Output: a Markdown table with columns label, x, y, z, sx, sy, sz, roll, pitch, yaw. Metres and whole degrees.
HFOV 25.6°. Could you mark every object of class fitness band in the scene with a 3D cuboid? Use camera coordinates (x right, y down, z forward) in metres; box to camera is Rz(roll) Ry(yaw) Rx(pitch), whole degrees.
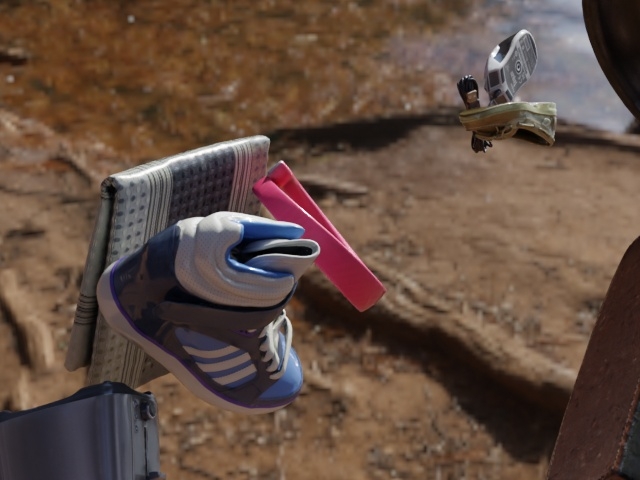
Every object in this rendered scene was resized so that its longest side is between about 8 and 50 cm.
| label | x | y | z | sx | sy | sz | roll | pitch | yaw |
| --- | --- | --- | --- | --- | --- | --- | --- | --- | --- |
| fitness band | 0.000 | 0.000 | 1.762 | 0.054 | 0.209 | 0.291 | -39 | -3 | 1 |

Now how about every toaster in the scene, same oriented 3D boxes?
| label | x | y | z | sx | sy | sz | roll | pitch | yaw |
| --- | --- | --- | --- | --- | --- | --- | --- | --- | --- |
| toaster | -0.279 | 0.253 | 1.558 | 0.227 | 0.129 | 0.146 | -16 | 70 | 16 |

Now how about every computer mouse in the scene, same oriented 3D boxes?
| label | x | y | z | sx | sy | sz | roll | pitch | yaw |
| --- | --- | --- | --- | --- | --- | --- | --- | --- | --- |
| computer mouse | 0.235 | -0.211 | 1.883 | 0.042 | 0.106 | 0.193 | 2 | 39 | 36 |

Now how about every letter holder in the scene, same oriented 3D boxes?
| label | x | y | z | sx | sy | sz | roll | pitch | yaw |
| --- | --- | --- | --- | --- | --- | --- | --- | --- | --- |
| letter holder | 0.279 | 0.143 | 1.153 | 0.152 | 0.214 | 0.302 | 32 | 53 | -6 |

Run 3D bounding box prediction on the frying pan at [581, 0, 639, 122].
| label | x | y | z | sx | sy | sz | roll | pitch | yaw |
| --- | --- | --- | --- | --- | --- | --- | --- | --- | --- |
| frying pan | 0.194 | -0.151 | 0.853 | 0.326 | 0.197 | 0.053 | 41 | 67 | 21 |

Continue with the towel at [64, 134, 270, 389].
| label | x | y | z | sx | sy | sz | roll | pitch | yaw |
| --- | --- | --- | --- | --- | --- | --- | --- | --- | --- |
| towel | -0.193 | 0.033 | 1.801 | 0.056 | 0.324 | 0.312 | 24 | 26 | 27 |

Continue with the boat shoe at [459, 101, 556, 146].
| label | x | y | z | sx | sy | sz | roll | pitch | yaw |
| --- | --- | --- | --- | --- | --- | --- | --- | --- | --- |
| boat shoe | 0.206 | -0.123 | 1.519 | 0.056 | 0.048 | 0.153 | -5 | 1 | 38 |

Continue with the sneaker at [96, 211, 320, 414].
| label | x | y | z | sx | sy | sz | roll | pitch | yaw |
| --- | --- | --- | --- | --- | --- | --- | --- | --- | --- |
| sneaker | -0.067 | 0.082 | 1.590 | 0.236 | 0.323 | 0.130 | -24 | 46 | 34 |
